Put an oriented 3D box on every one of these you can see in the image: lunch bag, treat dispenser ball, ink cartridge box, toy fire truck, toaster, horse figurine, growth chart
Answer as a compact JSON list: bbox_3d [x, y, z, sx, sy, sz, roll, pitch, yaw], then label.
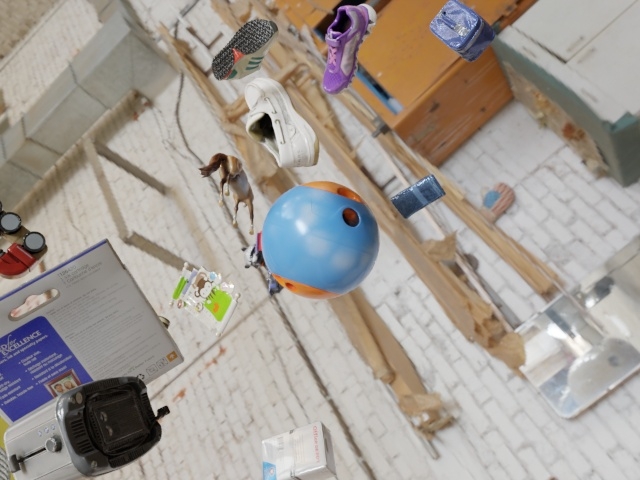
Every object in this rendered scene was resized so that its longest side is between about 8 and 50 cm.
[{"bbox_3d":[0.228,-0.350,1.018,0.065,0.067,0.098,18,-151,-45],"label":"lunch bag"},{"bbox_3d":[0.000,0.000,1.504,0.288,0.288,0.288,47,-170,-10],"label":"treat dispenser ball"},{"bbox_3d":[-0.437,0.178,1.076,0.072,0.303,0.307,37,154,54],"label":"ink cartridge box"},{"bbox_3d":[-0.062,0.605,1.725,0.140,0.190,0.082,-98,-17,-46],"label":"ink cartridge box"},{"bbox_3d":[-0.879,0.034,1.630,0.217,0.246,0.158,42,155,-11],"label":"toy fire truck"},{"bbox_3d":[-0.344,0.284,0.911,0.129,0.146,0.227,66,-163,9],"label":"toaster"},{"bbox_3d":[-0.217,-0.135,1.552,0.263,0.066,0.175,61,-159,-53],"label":"horse figurine"},{"bbox_3d":[-0.328,0.161,1.752,0.237,0.172,0.021,28,-164,30],"label":"growth chart"}]

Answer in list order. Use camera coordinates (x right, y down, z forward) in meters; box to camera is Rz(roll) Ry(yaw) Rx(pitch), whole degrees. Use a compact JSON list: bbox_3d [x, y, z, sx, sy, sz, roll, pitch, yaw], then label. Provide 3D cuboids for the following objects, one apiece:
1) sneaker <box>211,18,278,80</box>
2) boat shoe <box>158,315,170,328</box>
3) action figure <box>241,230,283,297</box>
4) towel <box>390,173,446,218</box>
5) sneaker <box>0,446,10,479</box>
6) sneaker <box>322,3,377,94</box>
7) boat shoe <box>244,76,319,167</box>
[{"bbox_3d":[-0.125,-0.345,1.130,0.075,0.161,0.057,-14,-104,-54],"label":"sneaker"},{"bbox_3d":[-0.661,0.352,2.295,0.095,0.257,0.095,43,-139,-38],"label":"boat shoe"},{"bbox_3d":[-0.072,0.068,1.822,0.179,0.330,0.341,87,-172,-46],"label":"action figure"},{"bbox_3d":[0.230,-0.104,1.467,0.067,0.119,0.029,48,-156,-26],"label":"towel"},{"bbox_3d":[-0.602,0.519,1.078,0.102,0.161,0.282,21,-149,-34],"label":"sneaker"},{"bbox_3d":[0.050,-0.486,1.559,0.095,0.236,0.104,35,-157,32],"label":"sneaker"},{"bbox_3d":[-0.101,-0.235,1.212,0.277,0.096,0.098,53,149,41],"label":"boat shoe"}]
